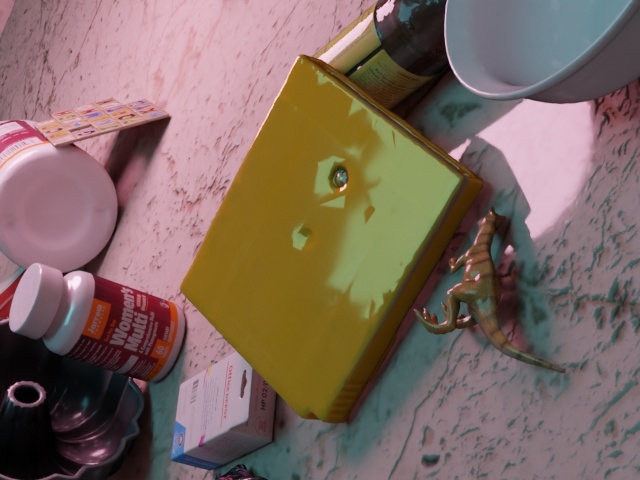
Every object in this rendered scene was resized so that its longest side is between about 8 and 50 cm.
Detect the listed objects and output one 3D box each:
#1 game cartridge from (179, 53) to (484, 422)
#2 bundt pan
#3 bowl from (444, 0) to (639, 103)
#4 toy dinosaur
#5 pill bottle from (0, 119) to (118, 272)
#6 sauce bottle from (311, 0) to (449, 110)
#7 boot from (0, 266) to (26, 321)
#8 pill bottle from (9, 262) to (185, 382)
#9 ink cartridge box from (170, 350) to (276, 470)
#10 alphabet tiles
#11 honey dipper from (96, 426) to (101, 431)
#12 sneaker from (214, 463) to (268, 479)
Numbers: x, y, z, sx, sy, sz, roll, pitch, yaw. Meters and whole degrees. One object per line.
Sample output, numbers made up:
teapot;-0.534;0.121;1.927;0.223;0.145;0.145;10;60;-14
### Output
game cartridge;0.000;0.000;1.412;0.285;0.053;0.323;42;113;37
bundt pan;-0.420;0.258;1.810;0.331;0.331;0.124;-106;27;-50
bowl;0.254;-0.238;1.148;0.298;0.134;0.297;-40;38;41
toy dinosaur;0.148;0.056;1.201;0.112;0.064;0.211;-43;37;36
pill bottle;-0.520;-0.093;2.307;0.392;0.224;0.224;31;98;62
sauce bottle;0.095;-0.223;1.445;0.344;0.111;0.111;-31;45;47
boot;-0.550;0.153;2.338;0.244;0.088;0.176;-47;36;28
pill bottle;-0.311;0.113;1.796;0.121;0.221;0.121;-39;40;42
ink cartridge box;-0.106;0.201;1.544;0.181;0.062;0.104;-33;44;48
alphabet tiles;-0.386;-0.211;2.222;0.237;0.198;0.009;-146;41;-63
honey dipper;-0.327;0.319;1.890;0.030;0.030;0.160;-44;32;38
sneaker;-0.095;0.282;1.494;0.119;0.047;0.057;-28;36;49
